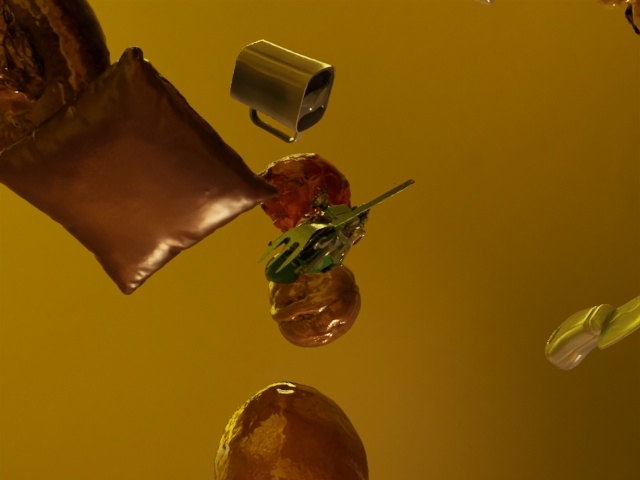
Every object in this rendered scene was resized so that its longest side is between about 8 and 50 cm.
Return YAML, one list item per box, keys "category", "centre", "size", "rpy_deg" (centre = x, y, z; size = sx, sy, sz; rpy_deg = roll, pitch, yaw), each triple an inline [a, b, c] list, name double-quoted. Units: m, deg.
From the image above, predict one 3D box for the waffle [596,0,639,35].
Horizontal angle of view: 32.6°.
- category: "waffle"
  centre: [0.504, -0.390, 1.306]
  size: [0.379, 0.382, 0.095]
  rpy_deg: [44, 26, -9]

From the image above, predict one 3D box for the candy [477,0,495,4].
- category: "candy"
  centre: [0.285, -0.545, 1.967]
  size: [0.208, 0.145, 0.359]
  rpy_deg: [21, 33, 23]

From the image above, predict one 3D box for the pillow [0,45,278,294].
- category: "pillow"
  centre: [-0.271, -0.088, 1.572]
  size: [0.308, 0.305, 0.108]
  rpy_deg: [45, 24, -28]

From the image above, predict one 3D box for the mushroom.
- category: "mushroom"
  centre: [-0.479, -0.255, 1.699]
  size: [0.331, 0.334, 0.356]
  rpy_deg: [58, 33, -22]

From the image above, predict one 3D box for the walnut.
- category: "walnut"
  centre: [-0.009, 0.102, 1.865]
  size: [0.166, 0.166, 0.149]
  rpy_deg: [51, 26, 11]

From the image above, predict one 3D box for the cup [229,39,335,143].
- category: "cup"
  centre: [-0.056, -0.212, 1.600]
  size: [0.129, 0.128, 0.095]
  rpy_deg: [27, 33, 19]

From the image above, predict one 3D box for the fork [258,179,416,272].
- category: "fork"
  centre: [0.025, -0.029, 1.230]
  size: [0.039, 0.235, 0.021]
  rpy_deg: [30, -43, 35]

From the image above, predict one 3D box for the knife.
- category: "knife"
  centre: [0.334, 0.093, 1.239]
  size: [0.044, 0.080, 0.331]
  rpy_deg: [39, -20, 2]

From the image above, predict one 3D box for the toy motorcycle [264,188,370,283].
- category: "toy motorcycle"
  centre: [0.000, 0.000, 1.307]
  size: [0.074, 0.106, 0.190]
  rpy_deg: [45, 21, 11]

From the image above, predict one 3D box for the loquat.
- category: "loquat"
  centre: [-0.033, 0.266, 1.263]
  size: [0.234, 0.176, 0.187]
  rpy_deg: [-90, 180, -51]

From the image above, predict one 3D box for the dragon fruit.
- category: "dragon fruit"
  centre: [-0.028, -0.087, 2.168]
  size: [0.209, 0.172, 0.172]
  rpy_deg: [39, 8, -15]
